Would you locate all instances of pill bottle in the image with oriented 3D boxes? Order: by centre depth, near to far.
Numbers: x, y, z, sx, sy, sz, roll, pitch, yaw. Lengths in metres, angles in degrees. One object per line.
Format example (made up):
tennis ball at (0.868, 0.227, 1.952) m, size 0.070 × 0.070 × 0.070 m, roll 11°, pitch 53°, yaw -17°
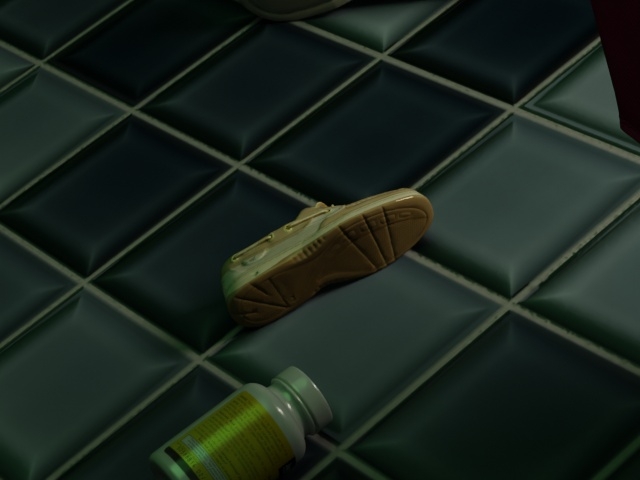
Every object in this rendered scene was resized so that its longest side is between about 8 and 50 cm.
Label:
pill bottle at (-0.051, 0.136, 1.233) m, size 0.116 × 0.065 × 0.065 m, roll -36°, pitch 39°, yaw -17°

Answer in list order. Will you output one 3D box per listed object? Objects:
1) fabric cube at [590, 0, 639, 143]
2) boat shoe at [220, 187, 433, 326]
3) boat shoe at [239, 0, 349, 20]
fabric cube at (0.292, -0.167, 0.920) m, size 0.259 × 0.258 × 0.254 m, roll -30°, pitch 36°, yaw -12°
boat shoe at (0.000, 0.000, 1.379) m, size 0.170 × 0.063 × 0.059 m, roll -26°, pitch 42°, yaw -4°
boat shoe at (0.074, -0.279, 1.653) m, size 0.324 × 0.116 × 0.096 m, roll -10°, pitch 41°, yaw 26°
